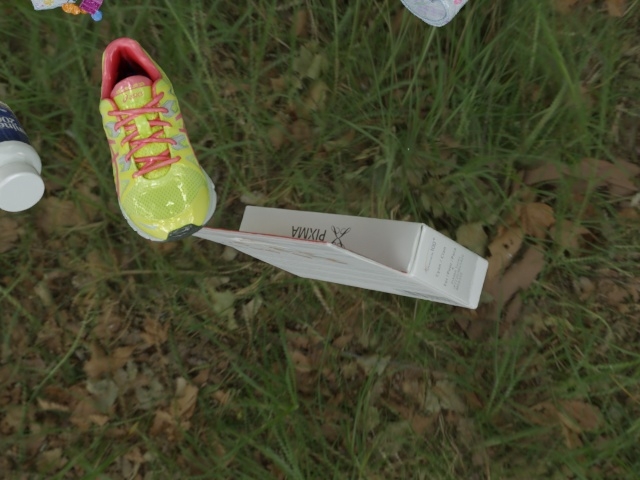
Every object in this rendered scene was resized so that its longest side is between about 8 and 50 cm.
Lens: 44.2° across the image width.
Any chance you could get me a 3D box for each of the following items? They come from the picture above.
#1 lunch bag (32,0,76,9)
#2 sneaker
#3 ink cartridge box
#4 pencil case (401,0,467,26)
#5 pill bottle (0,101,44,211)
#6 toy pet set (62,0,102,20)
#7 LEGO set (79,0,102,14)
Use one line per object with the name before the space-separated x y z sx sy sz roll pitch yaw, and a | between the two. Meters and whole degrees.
lunch bag | -0.422 -0.409 1.242 0.071 0.053 0.083 -4 87 15
sneaker | -0.150 -0.089 0.667 0.081 0.094 0.209 -21 56 -8
ink cartridge box | 0.000 0.000 0.912 0.296 0.261 0.066 7 78 45
pencil case | 0.244 -0.493 1.333 0.124 0.113 0.273 42 79 -4
pill bottle | -0.327 -0.086 0.805 0.067 0.067 0.120 -45 57 9
toy pet set | -0.343 -0.384 1.085 0.114 0.065 0.122 14 127 -2
LEGO set | -0.242 -0.333 0.839 0.087 0.227 0.093 25 78 -24
